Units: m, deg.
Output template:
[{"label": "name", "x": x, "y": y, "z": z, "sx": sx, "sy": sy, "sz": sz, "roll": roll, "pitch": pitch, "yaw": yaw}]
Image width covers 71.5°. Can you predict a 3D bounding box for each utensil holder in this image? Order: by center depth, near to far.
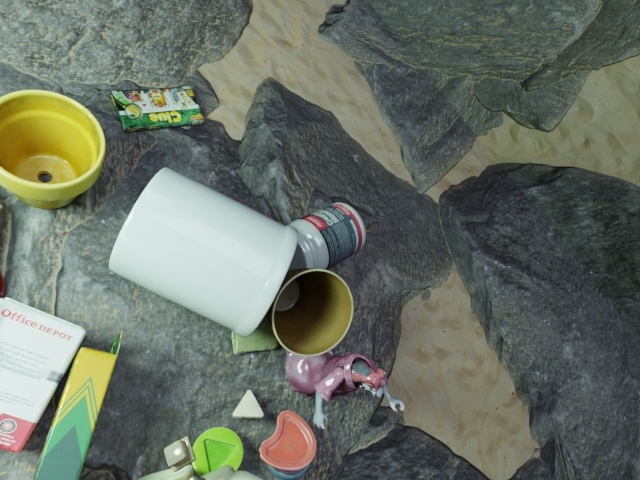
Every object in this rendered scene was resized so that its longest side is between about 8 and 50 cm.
[{"label": "utensil holder", "x": -0.302, "y": 0.031, "z": 1.183, "sx": 0.385, "sy": 0.327, "sz": 0.328, "roll": 27, "pitch": 59, "yaw": -12}]

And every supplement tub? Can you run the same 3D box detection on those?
[{"label": "supplement tub", "x": 0.000, "y": 0.000, "z": 1.473, "sx": 0.272, "sy": 0.191, "sz": 0.191, "roll": -27, "pitch": 86, "yaw": -37}]

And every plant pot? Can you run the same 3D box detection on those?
[{"label": "plant pot", "x": -0.681, "y": -0.196, "z": 1.099, "sx": 0.253, "sy": 0.239, "sz": 0.254, "roll": 12, "pitch": 65, "yaw": -28}, {"label": "plant pot", "x": -0.070, "y": 0.177, "z": 1.283, "sx": 0.237, "sy": 0.254, "sz": 0.237, "roll": -4, "pitch": 99, "yaw": -26}]

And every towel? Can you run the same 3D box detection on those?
[{"label": "towel", "x": -0.196, "y": 0.277, "z": 1.329, "sx": 0.148, "sy": 0.027, "sz": 0.110, "roll": 0, "pitch": 81, "yaw": -33}]

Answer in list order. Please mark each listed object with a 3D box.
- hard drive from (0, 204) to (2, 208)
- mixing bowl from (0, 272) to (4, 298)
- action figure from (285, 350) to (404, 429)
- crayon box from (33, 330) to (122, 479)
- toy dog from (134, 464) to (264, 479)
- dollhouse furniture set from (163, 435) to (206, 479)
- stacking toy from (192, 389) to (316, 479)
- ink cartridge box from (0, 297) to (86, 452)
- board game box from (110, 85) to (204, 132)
[{"label": "hard drive", "x": -0.835, "y": -0.065, "z": 0.901, "sx": 0.237, "sy": 0.064, "sz": 0.339, "roll": 58, "pitch": 10, "yaw": -31}, {"label": "mixing bowl", "x": -0.815, "y": 0.098, "z": 0.984, "sx": 0.181, "sy": 0.098, "sz": 0.182, "roll": 12, "pitch": 66, "yaw": -28}, {"label": "action figure", "x": 0.069, "y": 0.366, "z": 1.254, "sx": 0.247, "sy": 0.370, "sz": 0.276, "roll": 0, "pitch": 73, "yaw": -31}, {"label": "crayon box", "x": -0.536, "y": 0.365, "z": 0.986, "sx": 0.081, "sy": 0.202, "sz": 0.319, "roll": 20, "pitch": 60, "yaw": -24}, {"label": "toy dog", "x": -0.261, "y": 0.720, "z": 0.948, "sx": 0.394, "sy": 0.284, "sz": 0.408, "roll": -11, "pitch": 83, "yaw": -14}, {"label": "dollhouse furniture set", "x": -0.293, "y": 0.603, "z": 0.799, "sx": 0.303, "sy": 0.174, "sz": 0.356, "roll": -28, "pitch": 59, "yaw": -3}, {"label": "stacking toy", "x": -0.183, "y": 0.597, "z": 1.202, "sx": 0.279, "sy": 0.130, "sz": 0.309, "roll": 35, "pitch": 49, "yaw": 16}, {"label": "ink cartridge box", "x": -0.680, "y": 0.292, "z": 0.978, "sx": 0.196, "sy": 0.114, "sz": 0.273, "roll": 29, "pitch": 59, "yaw": -18}, {"label": "board game box", "x": -0.517, "y": -0.424, "z": 1.425, "sx": 0.259, "sy": 0.030, "sz": 0.136, "roll": -19, "pitch": 84, "yaw": -36}]
